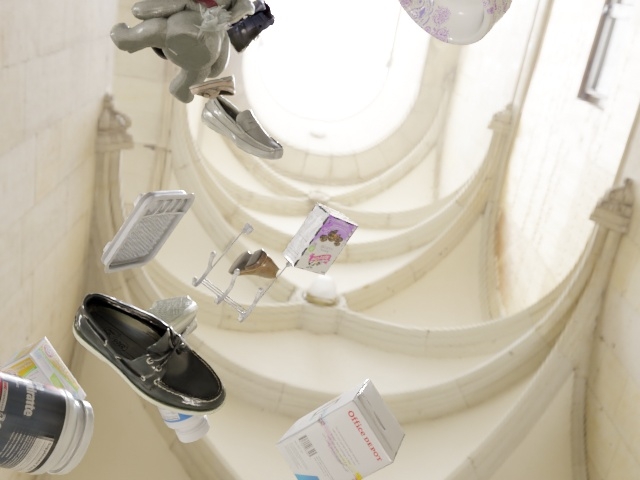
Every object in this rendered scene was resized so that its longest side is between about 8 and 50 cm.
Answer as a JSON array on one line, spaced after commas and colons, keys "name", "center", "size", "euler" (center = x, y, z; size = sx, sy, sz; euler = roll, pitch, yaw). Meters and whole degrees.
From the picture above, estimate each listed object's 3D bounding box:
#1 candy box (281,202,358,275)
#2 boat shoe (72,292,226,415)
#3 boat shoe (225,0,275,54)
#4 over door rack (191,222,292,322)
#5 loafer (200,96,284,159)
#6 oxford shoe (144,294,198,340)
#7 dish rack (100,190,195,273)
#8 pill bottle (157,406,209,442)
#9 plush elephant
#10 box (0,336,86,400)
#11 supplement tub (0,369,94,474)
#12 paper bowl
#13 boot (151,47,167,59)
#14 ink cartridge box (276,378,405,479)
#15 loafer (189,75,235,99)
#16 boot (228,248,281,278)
[{"name": "candy box", "center": [0.000, 0.000, 2.102], "size": [0.070, 0.196, 0.165], "euler": [43, -166, 34]}, {"name": "boat shoe", "center": [-0.321, 0.205, 1.309], "size": [0.340, 0.113, 0.127], "euler": [34, -134, 12]}, {"name": "boat shoe", "center": [-0.219, -0.683, 2.150], "size": [0.158, 0.127, 0.340], "euler": [-34, -152, 9]}, {"name": "over door rack", "center": [-0.270, 0.100, 2.469], "size": [0.239, 0.108, 0.324], "euler": [36, -115, 12]}, {"name": "loafer", "center": [-0.246, -0.363, 2.204], "size": [0.319, 0.111, 0.112], "euler": [32, -153, 15]}, {"name": "oxford shoe", "center": [-0.430, 0.244, 1.992], "size": [0.169, 0.130, 0.449], "euler": [-9, -178, -8]}, {"name": "dish rack", "center": [-0.587, -0.044, 2.307], "size": [0.072, 0.333, 0.285], "euler": [41, -163, 11]}, {"name": "pill bottle", "center": [-0.380, 0.429, 1.867], "size": [0.124, 0.221, 0.124], "euler": [-17, -161, 6]}, {"name": "plush elephant", "center": [-0.317, -0.561, 1.723], "size": [0.272, 0.330, 0.255], "euler": [36, -131, -33]}, {"name": "box", "center": [-0.728, 0.376, 1.809], "size": [0.103, 0.203, 0.114], "euler": [-28, -165, 6]}, {"name": "supplement tub", "center": [-0.652, 0.392, 1.480], "size": [0.272, 0.191, 0.191], "euler": [32, -178, -40]}, {"name": "paper bowl", "center": [0.307, -0.599, 1.563], "size": [0.284, 0.284, 0.148], "euler": [29, -110, 41]}, {"name": "boot", "center": [-0.437, -0.610, 1.869], "size": [0.088, 0.244, 0.176], "euler": [-25, -173, 34]}, {"name": "ink cartridge box", "center": [0.062, 0.557, 1.927], "size": [0.198, 0.270, 0.197], "euler": [57, -162, 4]}, {"name": "loafer", "center": [-0.203, -0.291, 1.331], "size": [0.045, 0.039, 0.125], "euler": [-7, -164, 31]}, {"name": "boot", "center": [-0.255, 0.108, 2.618], "size": [0.115, 0.112, 0.305], "euler": [38, 159, -23]}]
